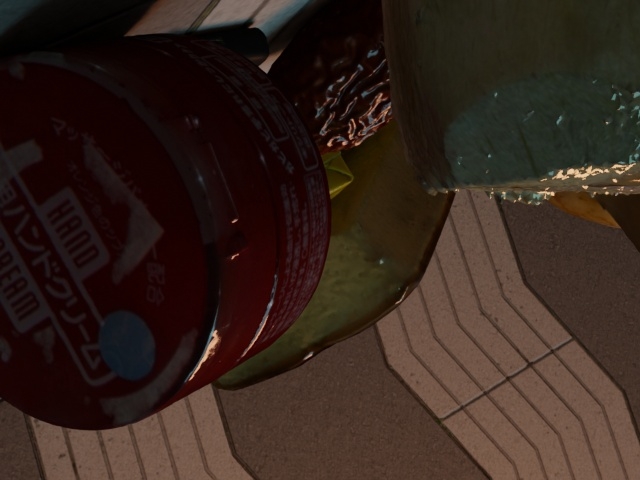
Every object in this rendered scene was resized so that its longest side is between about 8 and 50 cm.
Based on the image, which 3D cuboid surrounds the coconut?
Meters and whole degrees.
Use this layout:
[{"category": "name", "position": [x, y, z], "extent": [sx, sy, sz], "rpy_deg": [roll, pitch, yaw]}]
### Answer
[{"category": "coconut", "position": [0.185, -0.156, 0.841], "extent": [0.297, 0.254, 0.297], "rpy_deg": [-5, 177, 0]}]

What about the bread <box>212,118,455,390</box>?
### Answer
[{"category": "bread", "position": [0.000, 0.000, 1.581], "extent": [0.324, 0.143, 0.333], "rpy_deg": [-32, -161, 34]}]

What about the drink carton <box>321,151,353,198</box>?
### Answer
[{"category": "drink carton", "position": [-0.152, -0.010, 1.300], "extent": [0.351, 0.111, 0.154], "rpy_deg": [-28, 177, -25]}]

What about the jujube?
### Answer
[{"category": "jujube", "position": [0.032, -0.145, 1.056], "extent": [0.176, 0.109, 0.112], "rpy_deg": [-41, -153, 30]}]

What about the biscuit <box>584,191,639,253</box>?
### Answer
[{"category": "biscuit", "position": [0.313, -0.143, 1.166], "extent": [0.385, 0.365, 0.062], "rpy_deg": [-35, 167, -38]}]

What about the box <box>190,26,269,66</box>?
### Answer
[{"category": "box", "position": [-0.113, -0.113, 0.961], "extent": [0.126, 0.027, 0.125], "rpy_deg": [-31, 173, 34]}]

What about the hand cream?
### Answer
[{"category": "hand cream", "position": [-0.116, -0.012, 0.790], "extent": [0.230, 0.230, 0.149], "rpy_deg": [-32, 177, 33]}]

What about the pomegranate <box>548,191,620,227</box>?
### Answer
[{"category": "pomegranate", "position": [0.338, -0.174, 1.410], "extent": [0.343, 0.342, 0.342], "rpy_deg": [-30, 176, -2]}]
